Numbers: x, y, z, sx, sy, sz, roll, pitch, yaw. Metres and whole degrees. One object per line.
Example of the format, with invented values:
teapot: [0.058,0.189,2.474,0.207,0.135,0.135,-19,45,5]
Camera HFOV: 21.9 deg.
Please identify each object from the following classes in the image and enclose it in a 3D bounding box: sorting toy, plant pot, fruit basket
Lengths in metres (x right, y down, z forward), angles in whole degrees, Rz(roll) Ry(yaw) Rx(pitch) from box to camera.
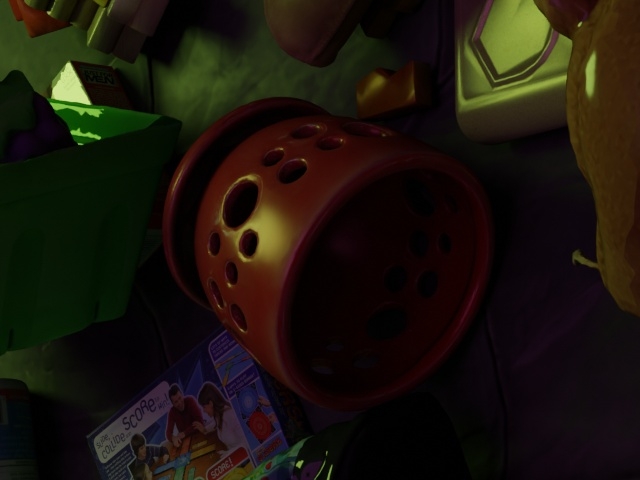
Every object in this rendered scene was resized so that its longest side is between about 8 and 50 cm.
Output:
sorting toy: [0.142,-0.185,1.139,0.307,0.041,0.229,-13,77,46]
plant pot: [0.000,0.000,1.155,0.174,0.191,0.191,33,109,47]
fruit basket: [-0.324,-0.115,1.287,0.392,0.283,0.392,10,107,35]

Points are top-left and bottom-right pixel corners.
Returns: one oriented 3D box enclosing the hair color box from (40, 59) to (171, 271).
hair color box: [-0.188,-0.059,1.404,0.093,0.053,0.167,-46,59,30]

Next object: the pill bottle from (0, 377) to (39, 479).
pill bottle: [-0.304,0.238,1.442,0.124,0.124,0.221,-16,77,39]

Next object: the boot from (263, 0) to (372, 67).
boot: [0.044,-0.294,1.180,0.269,0.089,0.236,-53,22,42]

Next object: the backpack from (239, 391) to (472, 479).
backpack: [-0.051,0.298,1.161,0.355,0.273,0.290,-27,77,50]

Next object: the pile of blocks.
pile of blocks: [-0.269,-0.252,1.422,0.362,0.149,0.112,41,113,34]

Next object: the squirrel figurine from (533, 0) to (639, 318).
squirrel figurine: [0.264,-0.111,0.802,0.281,0.370,0.397,31,108,38]

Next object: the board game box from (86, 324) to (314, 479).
board game box: [-0.096,0.167,1.323,0.201,0.035,0.136,-39,64,33]
